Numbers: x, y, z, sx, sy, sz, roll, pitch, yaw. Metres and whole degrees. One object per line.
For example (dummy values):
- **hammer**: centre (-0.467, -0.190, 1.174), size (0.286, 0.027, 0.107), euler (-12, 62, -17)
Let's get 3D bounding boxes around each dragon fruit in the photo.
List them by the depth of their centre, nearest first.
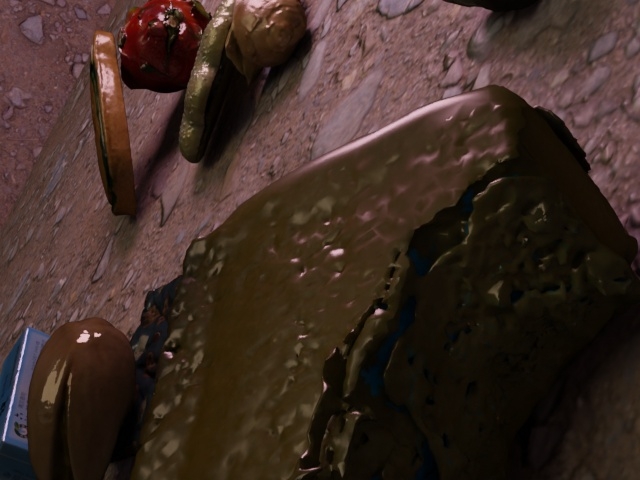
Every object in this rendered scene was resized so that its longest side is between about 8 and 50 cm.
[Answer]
- **dragon fruit**: centre (-0.263, -0.373, 1.806), size (0.200, 0.198, 0.269), euler (-53, 8, 45)

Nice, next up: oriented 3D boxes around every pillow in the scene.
- **pillow**: centre (-0.219, 0.160, 1.290), size (0.189, 0.034, 0.256), euler (-22, 47, 52)

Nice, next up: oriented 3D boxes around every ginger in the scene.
- **ginger**: centre (-0.057, -0.333, 1.452), size (0.122, 0.115, 0.193), euler (-3, 55, 41)

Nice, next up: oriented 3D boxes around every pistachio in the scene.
- **pistachio**: centre (-0.294, 0.202, 1.227), size (0.136, 0.135, 0.226), euler (-26, 53, 53)

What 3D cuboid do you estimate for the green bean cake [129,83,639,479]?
- **green bean cake**: centre (0.057, 0.089, 0.623), size (0.285, 0.202, 0.310), euler (-20, 40, 35)

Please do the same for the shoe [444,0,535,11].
- **shoe**: centre (0.181, -0.354, 0.953), size (0.149, 0.109, 0.293), euler (15, 82, 60)

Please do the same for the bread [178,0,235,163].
- **bread**: centre (-0.163, -0.270, 1.547), size (0.207, 0.056, 0.287), euler (111, 174, -57)

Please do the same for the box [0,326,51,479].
- **box**: centre (-0.373, 0.241, 1.376), size (0.083, 0.142, 0.232), euler (-49, 27, 26)

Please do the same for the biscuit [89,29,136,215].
- **biscuit**: centre (-0.385, -0.194, 1.821), size (0.287, 0.057, 0.344), euler (109, 151, -63)
